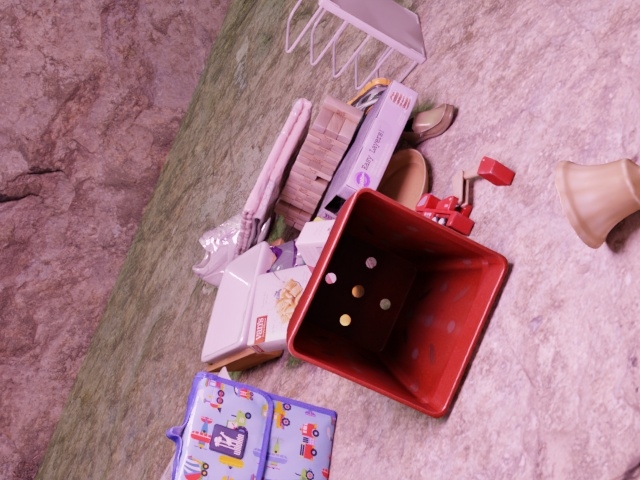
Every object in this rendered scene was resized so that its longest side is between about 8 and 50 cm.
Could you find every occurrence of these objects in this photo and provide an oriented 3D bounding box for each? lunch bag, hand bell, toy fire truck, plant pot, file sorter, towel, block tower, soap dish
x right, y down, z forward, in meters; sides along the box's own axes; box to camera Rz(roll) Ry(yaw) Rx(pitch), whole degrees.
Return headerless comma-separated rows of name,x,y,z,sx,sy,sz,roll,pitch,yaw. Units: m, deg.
lunch bag,-0.137,0.373,1.326,0.138,0.293,0.221,-34,38,47
hand bell,0.429,-0.088,0.936,0.242,0.126,0.126,-25,44,37
toy fire truck,0.241,-0.077,1.326,0.135,0.047,0.192,-65,24,-5
plant pot,0.095,0.092,1.229,0.267,0.267,0.235,-65,12,-5
file sorter,0.078,-0.478,1.769,0.173,0.277,0.193,-48,29,38
towel,-0.109,-0.137,1.811,0.332,0.053,0.317,117,177,-70
block tower,-0.012,-0.166,1.719,0.335,0.090,0.097,118,177,-46
soap dish,-0.160,0.163,1.784,0.229,0.118,0.291,-30,40,49
plant pot,0.143,-0.072,1.530,0.236,0.032,0.236,-45,30,35

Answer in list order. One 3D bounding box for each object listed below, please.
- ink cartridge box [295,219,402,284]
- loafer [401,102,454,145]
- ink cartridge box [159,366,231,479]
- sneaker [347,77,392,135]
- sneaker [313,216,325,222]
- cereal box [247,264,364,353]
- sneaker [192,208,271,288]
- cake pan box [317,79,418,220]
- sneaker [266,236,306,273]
ink cartridge box,0.067,0.020,1.432,0.198,0.115,0.067,-4,41,30
loafer,0.211,-0.236,1.532,0.148,0.050,0.056,-31,42,51
ink cartridge box,-0.219,0.470,1.597,0.354,0.119,0.207,-61,24,7
sneaker,0.096,-0.286,1.776,0.215,0.084,0.083,-45,46,44
sneaker,0.000,0.000,1.662,0.081,0.094,0.209,-54,25,23
cereal box,-0.028,0.128,1.529,0.240,0.047,0.173,-13,50,24
sneaker,-0.236,-0.012,2.062,0.305,0.152,0.114,-61,23,1
cake pan box,0.091,-0.170,1.582,0.267,0.070,0.246,-65,5,-19
sneaker,-0.070,0.100,1.664,0.098,0.083,0.224,-11,52,14
